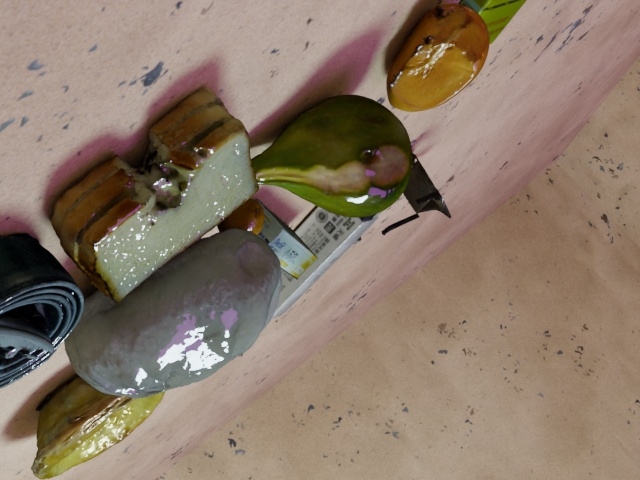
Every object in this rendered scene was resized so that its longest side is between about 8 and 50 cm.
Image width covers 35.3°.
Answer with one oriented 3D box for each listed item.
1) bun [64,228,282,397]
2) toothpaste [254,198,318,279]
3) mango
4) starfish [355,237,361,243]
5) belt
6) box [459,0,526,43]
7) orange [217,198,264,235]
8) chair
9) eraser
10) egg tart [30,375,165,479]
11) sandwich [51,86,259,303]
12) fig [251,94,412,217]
[{"bbox_3d":[-0.210,0.119,1.537,0.354,0.194,0.354,-28,178,-1],"label":"bun"},{"bbox_3d":[-0.078,0.001,1.877,0.071,0.089,0.313,-41,165,1],"label":"toothpaste"},{"bbox_3d":[0.185,-0.286,1.643,0.154,0.126,0.252,-57,-175,-27],"label":"mango"},{"bbox_3d":[-0.002,0.043,2.371,0.176,0.053,0.208,-46,164,23],"label":"starfish"},{"bbox_3d":[-0.392,0.099,1.225,0.206,0.116,0.267,-48,164,10],"label":"belt"},{"bbox_3d":[0.332,-0.452,1.705,0.187,0.047,0.335,-27,162,-48],"label":"box"},{"bbox_3d":[-0.131,-0.034,1.653,0.085,0.085,0.085,-39,168,-10],"label":"orange"},{"bbox_3d":[0.216,-0.113,2.249,0.213,0.174,0.149,-16,158,-41],"label":"chair"},{"bbox_3d":[0.000,0.000,2.128,0.404,0.098,0.096,-46,168,23],"label":"eraser"},{"bbox_3d":[-0.429,0.322,1.883,0.315,0.120,0.315,-37,167,-10],"label":"egg tart"},{"bbox_3d":[-0.211,-0.054,1.305,0.273,0.095,0.249,-39,168,-14],"label":"sandwich"},{"bbox_3d":[-0.003,-0.127,1.562,0.275,0.206,0.206,-7,153,-22],"label":"fig"}]
